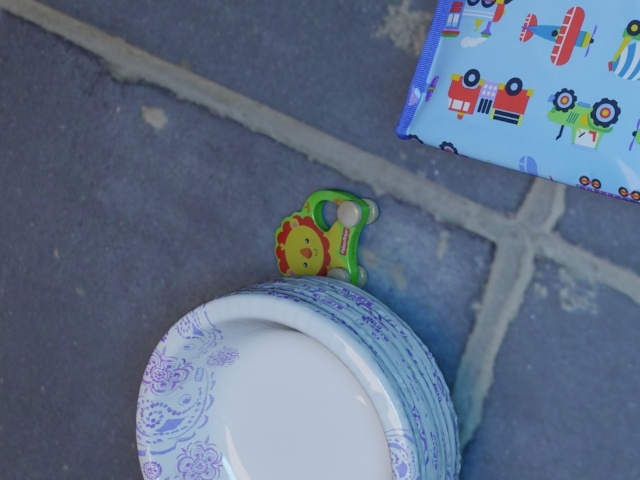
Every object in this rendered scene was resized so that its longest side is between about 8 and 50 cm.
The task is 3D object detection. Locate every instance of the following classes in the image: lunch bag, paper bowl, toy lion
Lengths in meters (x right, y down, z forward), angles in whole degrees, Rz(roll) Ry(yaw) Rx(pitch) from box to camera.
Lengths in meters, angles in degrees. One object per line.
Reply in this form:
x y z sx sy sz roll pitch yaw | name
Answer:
0.209 -0.189 1.027 0.221 0.138 0.293 19 100 32 | lunch bag
-0.009 0.170 1.219 0.284 0.148 0.284 7 103 32 | paper bowl
0.000 0.000 1.251 0.096 0.034 0.100 23 112 36 | toy lion
